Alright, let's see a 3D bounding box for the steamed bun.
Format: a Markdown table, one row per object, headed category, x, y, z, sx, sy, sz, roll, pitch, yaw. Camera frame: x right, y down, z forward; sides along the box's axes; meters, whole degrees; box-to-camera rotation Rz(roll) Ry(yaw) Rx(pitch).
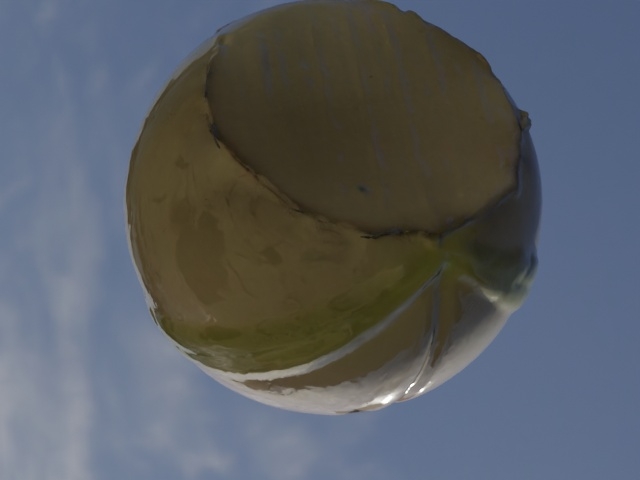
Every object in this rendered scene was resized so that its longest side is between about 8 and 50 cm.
| category | x | y | z | sx | sy | sz | roll | pitch | yaw |
| --- | --- | --- | --- | --- | --- | --- | --- | --- | --- |
| steamed bun | 0.000 | 0.000 | 1.414 | 0.309 | 0.309 | 0.309 | 6 | -83 | 62 |
